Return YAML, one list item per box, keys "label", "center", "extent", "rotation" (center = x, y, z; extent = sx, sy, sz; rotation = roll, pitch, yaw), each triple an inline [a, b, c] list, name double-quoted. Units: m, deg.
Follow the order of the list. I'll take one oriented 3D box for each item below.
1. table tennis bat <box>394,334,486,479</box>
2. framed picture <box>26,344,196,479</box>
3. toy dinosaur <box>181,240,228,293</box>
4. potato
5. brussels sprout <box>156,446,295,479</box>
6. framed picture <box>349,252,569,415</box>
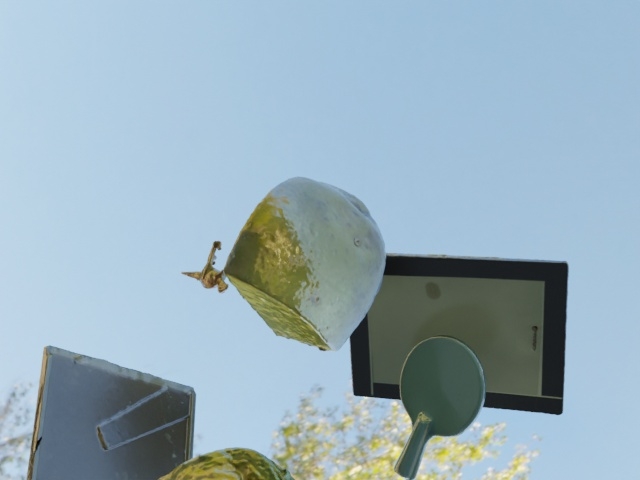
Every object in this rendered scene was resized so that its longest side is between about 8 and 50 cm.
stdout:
- label: "table tennis bat"
  center: [0.170, 0.258, 1.301]
  extent: [0.149, 0.038, 0.237]
  rotation: [29, -75, 39]
- label: "framed picture"
  center: [-0.290, 0.281, 1.240]
  extent: [0.019, 0.281, 0.209]
  rotation: [-22, -126, 34]
- label: "toy dinosaur"
  center: [-0.227, 0.078, 1.683]
  extent: [0.162, 0.039, 0.126]
  rotation: [-35, -139, 33]
- label: "potato"
  center: [0.000, 0.000, 0.682]
  extent: [0.081, 0.120, 0.149]
  rotation: [11, -112, 23]
- label: "brussels sprout"
  center: [-0.117, 0.329, 1.065]
  extent: [0.181, 0.100, 0.139]
  rotation: [-6, -124, 23]
- label: "framed picture"
  center: [0.210, 0.146, 1.351]
  extent: [0.347, 0.016, 0.265]
  rotation: [1, -69, 17]
